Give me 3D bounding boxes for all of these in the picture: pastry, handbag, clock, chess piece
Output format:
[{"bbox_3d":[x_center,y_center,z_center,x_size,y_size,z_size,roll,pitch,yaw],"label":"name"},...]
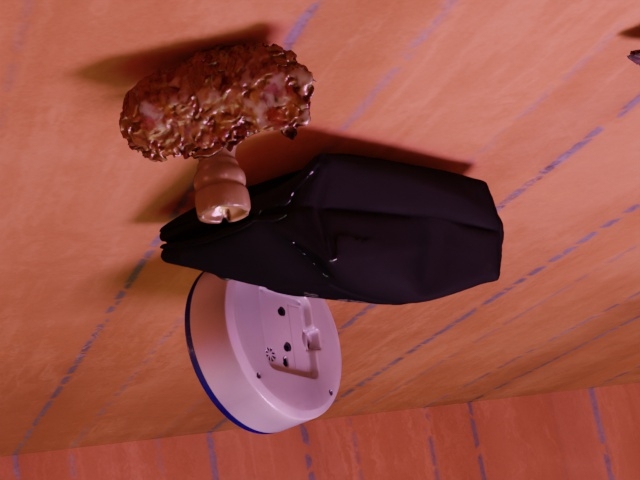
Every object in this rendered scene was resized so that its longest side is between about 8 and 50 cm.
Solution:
[{"bbox_3d":[-0.086,-0.121,1.129,0.169,0.087,0.063,-11,-163,5],"label":"pastry"},{"bbox_3d":[0.000,0.000,1.499,0.288,0.152,0.342,-9,168,43],"label":"handbag"},{"bbox_3d":[-0.067,0.127,1.702,0.083,0.230,0.230,-21,161,31],"label":"clock"},{"bbox_3d":[-0.091,-0.079,1.185,0.066,0.122,0.066,-10,164,-3],"label":"chess piece"}]

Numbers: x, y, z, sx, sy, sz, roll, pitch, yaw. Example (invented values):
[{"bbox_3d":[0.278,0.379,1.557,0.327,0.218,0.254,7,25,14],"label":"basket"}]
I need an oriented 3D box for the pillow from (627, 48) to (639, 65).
[{"bbox_3d":[0.379,-0.181,1.263,0.185,0.043,0.118,6,155,-44],"label":"pillow"}]
